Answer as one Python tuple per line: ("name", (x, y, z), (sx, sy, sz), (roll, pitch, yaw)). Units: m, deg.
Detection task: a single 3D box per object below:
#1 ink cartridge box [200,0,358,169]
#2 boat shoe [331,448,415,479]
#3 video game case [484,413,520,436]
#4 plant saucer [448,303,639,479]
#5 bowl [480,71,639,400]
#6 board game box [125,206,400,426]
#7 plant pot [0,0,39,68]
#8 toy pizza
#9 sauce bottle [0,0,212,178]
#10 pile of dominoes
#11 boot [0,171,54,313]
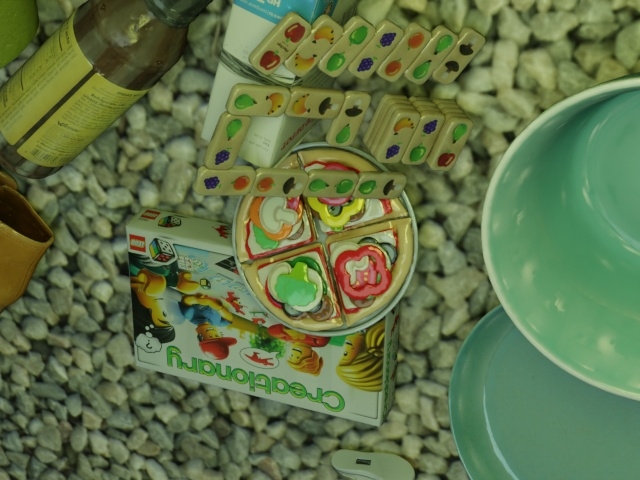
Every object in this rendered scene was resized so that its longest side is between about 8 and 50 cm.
("ink cartridge box", (-0.030, -0.183, 1.207), (0.082, 0.139, 0.190), (26, 126, 9))
("boat shoe", (0.063, 0.268, 1.512), (0.100, 0.035, 0.035), (5, 149, 17))
("video game case", (0.269, 0.217, 1.397), (0.166, 0.015, 0.119), (-28, 106, 34))
("plant saucer", (0.280, 0.189, 1.320), (0.318, 0.044, 0.317), (13, 115, 30))
("bowl", (0.311, -0.028, 1.136), (0.311, 0.163, 0.311), (12, 124, 18))
("board game box", (-0.065, 0.083, 1.439), (0.305, 0.053, 0.193), (11, 123, 17))
("plant pot", (-0.401, -0.298, 1.250), (0.275, 0.275, 0.293), (-3, 133, 26))
("toy pizza", (0.000, 0.000, 1.327), (0.201, 0.032, 0.201), (2, 97, 18))
("sauce bottle", (-0.209, -0.187, 1.304), (0.344, 0.111, 0.111), (-33, 102, 35))
("pile of dominoes", (0.028, -0.108, 1.178), (0.040, 0.251, 0.196), (55, 133, 39))
("boot", (-0.466, -0.030, 1.532), (0.295, 0.104, 0.211), (35, 122, -5))
